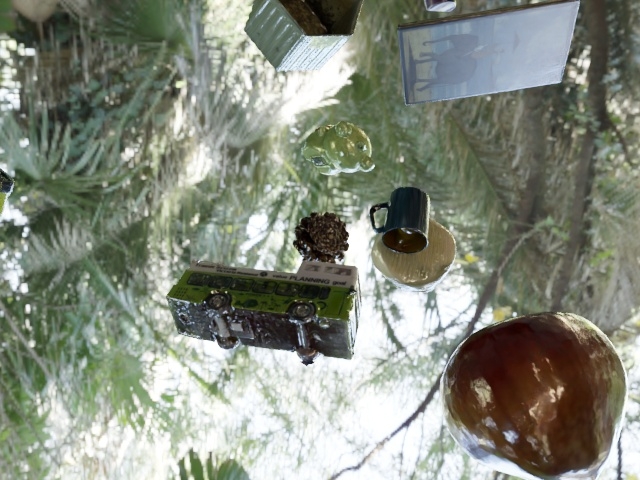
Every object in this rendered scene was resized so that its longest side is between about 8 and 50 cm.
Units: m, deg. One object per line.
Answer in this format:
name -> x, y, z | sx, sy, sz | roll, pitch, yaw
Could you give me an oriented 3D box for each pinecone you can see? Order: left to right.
pinecone -> -0.001, -0.001, 1.695 | 0.140, 0.140, 0.121 | -22, -178, -42

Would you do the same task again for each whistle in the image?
whistle -> 0.032, -0.216, 1.706 | 0.106, 0.131, 0.288 | -42, -160, -17

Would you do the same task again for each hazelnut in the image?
hazelnut -> 0.443, 0.324, 1.499 | 0.410, 0.359, 0.359 | 9, -159, -36

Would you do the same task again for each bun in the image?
bun -> 0.255, 0.044, 1.998 | 0.237, 0.116, 0.209 | -3, -111, -4

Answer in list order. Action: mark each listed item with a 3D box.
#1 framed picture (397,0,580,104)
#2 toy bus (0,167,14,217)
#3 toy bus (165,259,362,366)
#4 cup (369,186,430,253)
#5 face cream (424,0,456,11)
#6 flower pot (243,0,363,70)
framed picture -> 0.337, -0.380, 1.485 | 0.347, 0.265, 0.016 | -7, -115, 6
toy bus -> -0.594, -0.061, 1.029 | 0.262, 0.150, 0.128 | 5, -162, -47
toy bus -> -0.083, 0.103, 1.160 | 0.302, 0.113, 0.139 | 5, -140, 16
cup -> 0.207, -0.060, 1.855 | 0.150, 0.113, 0.138 | 18, -125, -10
face cream -> 0.095, -0.363, 0.740 | 0.078, 0.273, 0.078 | -10, 172, -1
flower pot -> -0.039, -0.525, 1.670 | 0.239, 0.209, 0.190 | -10, 170, -27
